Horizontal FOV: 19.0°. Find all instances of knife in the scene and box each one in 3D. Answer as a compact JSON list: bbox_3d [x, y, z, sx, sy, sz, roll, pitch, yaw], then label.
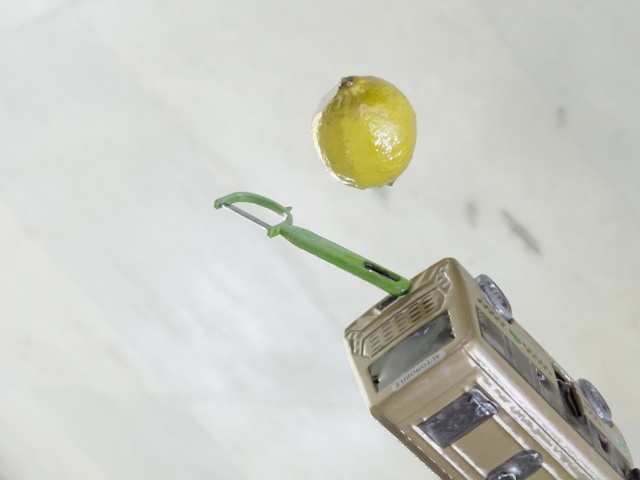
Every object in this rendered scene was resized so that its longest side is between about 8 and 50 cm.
[{"bbox_3d":[0.000,0.001,1.667,0.212,0.054,0.015,27,122,33],"label":"knife"}]

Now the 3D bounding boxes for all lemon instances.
[{"bbox_3d":[0.044,-0.111,1.929,0.109,0.109,0.133,19,139,46],"label":"lemon"}]

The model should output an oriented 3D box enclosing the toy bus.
[{"bbox_3d":[0.158,0.160,1.671,0.289,0.139,0.157,46,-163,-31],"label":"toy bus"}]
